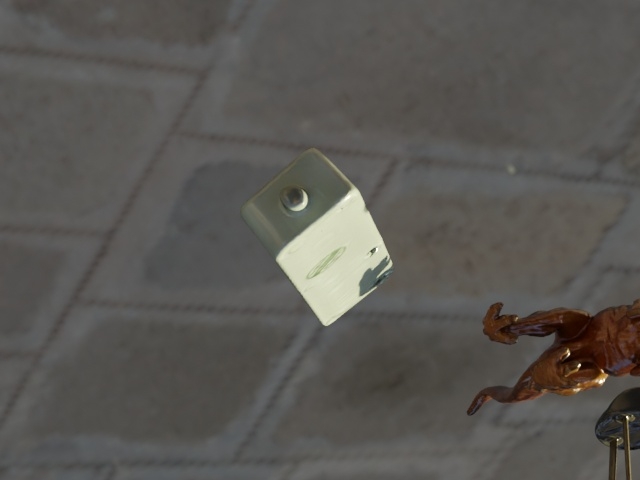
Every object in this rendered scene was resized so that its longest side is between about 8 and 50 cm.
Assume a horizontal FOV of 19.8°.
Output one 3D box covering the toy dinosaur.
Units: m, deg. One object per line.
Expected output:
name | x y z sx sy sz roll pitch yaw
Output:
toy dinosaur | 0.250 0.117 1.903 0.208 0.097 0.432 5 165 -45

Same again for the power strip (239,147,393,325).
power strip | 0.000 0.000 1.618 0.091 0.062 0.385 -39 166 -2

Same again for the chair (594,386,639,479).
chair | 0.381 0.293 2.237 0.104 0.222 0.095 31 138 -32
